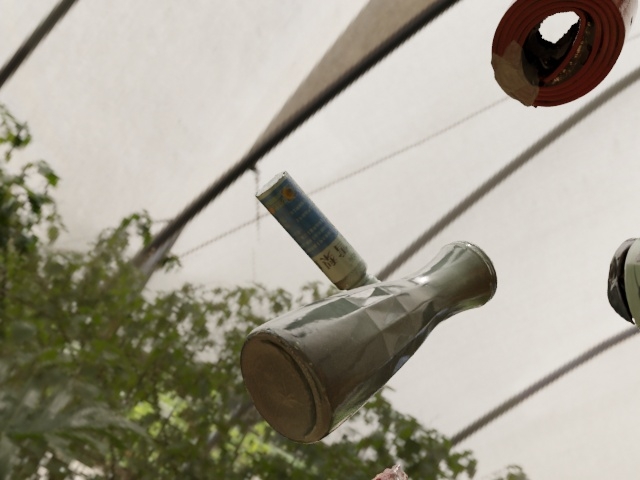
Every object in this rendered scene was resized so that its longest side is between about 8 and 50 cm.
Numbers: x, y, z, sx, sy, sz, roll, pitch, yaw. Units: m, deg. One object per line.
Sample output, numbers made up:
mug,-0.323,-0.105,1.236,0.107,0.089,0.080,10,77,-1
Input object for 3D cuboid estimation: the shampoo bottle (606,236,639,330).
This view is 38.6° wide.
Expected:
shampoo bottle,0.415,0.059,0.971,0.078,0.134,0.359,9,-1,-9

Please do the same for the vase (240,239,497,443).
vase,0.047,0.062,0.672,0.086,0.214,0.086,25,-52,38

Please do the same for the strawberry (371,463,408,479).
strawberry,0.075,0.366,0.874,0.188,0.106,0.286,62,8,-47

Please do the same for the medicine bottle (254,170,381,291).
medicine bottle,0.000,0.000,1.117,0.191,0.051,0.051,49,-14,-9

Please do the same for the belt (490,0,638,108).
belt,0.448,-0.388,1.723,0.227,0.115,0.324,35,-35,-1
